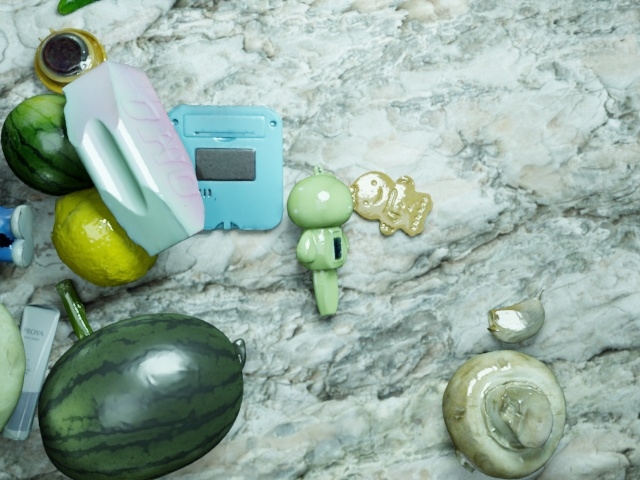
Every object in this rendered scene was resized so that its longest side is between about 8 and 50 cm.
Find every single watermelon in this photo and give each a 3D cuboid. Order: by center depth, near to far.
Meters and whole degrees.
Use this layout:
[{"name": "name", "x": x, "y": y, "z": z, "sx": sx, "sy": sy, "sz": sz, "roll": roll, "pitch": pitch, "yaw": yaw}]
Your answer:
[{"name": "watermelon", "x": -0.290, "y": 0.265, "z": 0.878, "sx": 0.359, "sy": 0.278, "sz": 0.279, "roll": -7, "pitch": 87, "yaw": -34}, {"name": "watermelon", "x": -0.481, "y": -0.169, "z": 0.945, "sx": 0.188, "sy": 0.188, "sz": 0.215, "roll": -47, "pitch": 109, "yaw": -5}]

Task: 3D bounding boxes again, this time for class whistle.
[{"name": "whistle", "x": -0.008, "y": -0.004, "z": 1.012, "sx": 0.141, "sy": 0.141, "sz": 0.294, "roll": 5, "pitch": 104, "yaw": -4}]

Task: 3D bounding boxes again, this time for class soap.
[{"name": "soap", "x": -0.319, "y": -0.142, "z": 0.889, "sx": 0.109, "sy": 0.193, "sz": 0.324, "roll": -24, "pitch": 96, "yaw": 15}]

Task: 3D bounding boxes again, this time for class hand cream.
[{"name": "hand cream", "x": -0.566, "y": 0.254, "z": 0.979, "sx": 0.079, "sy": 0.048, "sz": 0.256, "roll": 8, "pitch": 86, "yaw": 5}]

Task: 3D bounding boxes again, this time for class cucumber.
[{"name": "cucumber", "x": -0.476, "y": -0.513, "z": 1.038, "sx": 0.155, "sy": 0.037, "sz": 0.037, "roll": -27, "pitch": 89, "yaw": -6}]

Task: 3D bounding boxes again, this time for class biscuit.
[{"name": "biscuit", "x": 0.148, "y": -0.084, "z": 1.061, "sx": 0.184, "sy": 0.027, "sz": 0.133, "roll": 36, "pitch": 86, "yaw": -1}]

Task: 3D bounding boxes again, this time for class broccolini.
[{"name": "broccolini", "x": -0.449, "y": 0.265, "z": 0.973, "sx": 0.078, "sy": 0.074, "sz": 0.392, "roll": -23, "pitch": 90, "yaw": -12}]

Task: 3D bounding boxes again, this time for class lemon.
[{"name": "lemon", "x": -0.400, "y": -0.005, "z": 0.940, "sx": 0.180, "sy": 0.180, "sz": 0.193, "roll": -14, "pitch": 100, "yaw": -5}]

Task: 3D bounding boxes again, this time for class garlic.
[{"name": "garlic", "x": 0.420, "y": 0.166, "z": 1.044, "sx": 0.152, "sy": 0.066, "sz": 0.084, "roll": -18, "pitch": 86, "yaw": -3}]

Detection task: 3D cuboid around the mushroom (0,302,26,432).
[{"name": "mushroom", "x": -0.690, "y": 0.238, "z": 0.860, "sx": 0.351, "sy": 0.260, "sz": 0.353, "roll": -3, "pitch": 79, "yaw": 16}]

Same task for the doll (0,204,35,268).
[{"name": "doll", "x": -0.675, "y": -0.019, "z": 0.936, "sx": 0.256, "sy": 0.161, "sz": 0.216, "roll": 7, "pitch": 101, "yaw": -5}]

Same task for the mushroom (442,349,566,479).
[{"name": "mushroom", "x": 0.358, "y": 0.342, "z": 0.976, "sx": 0.254, "sy": 0.184, "sz": 0.255, "roll": 1, "pitch": 86, "yaw": -18}]

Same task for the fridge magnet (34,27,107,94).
[{"name": "fridge magnet", "x": -0.506, "y": -0.363, "z": 1.013, "sx": 0.142, "sy": 0.063, "sz": 0.143, "roll": 0, "pitch": 83, "yaw": -4}]

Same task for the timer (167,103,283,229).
[{"name": "timer", "x": -0.191, "y": -0.148, "z": 1.031, "sx": 0.231, "sy": 0.091, "sz": 0.250, "roll": 1, "pitch": 98, "yaw": -5}]
